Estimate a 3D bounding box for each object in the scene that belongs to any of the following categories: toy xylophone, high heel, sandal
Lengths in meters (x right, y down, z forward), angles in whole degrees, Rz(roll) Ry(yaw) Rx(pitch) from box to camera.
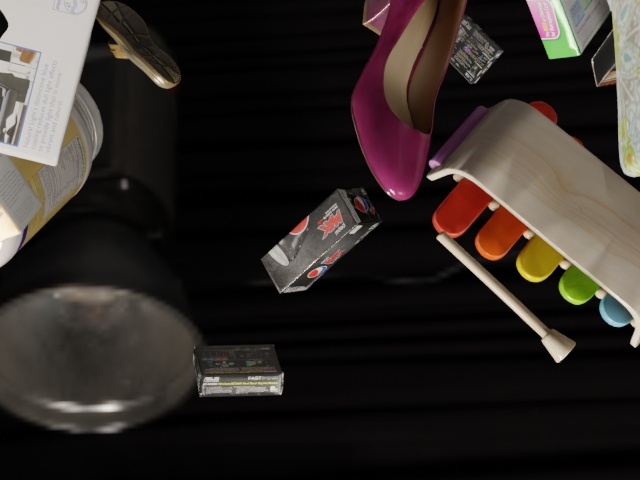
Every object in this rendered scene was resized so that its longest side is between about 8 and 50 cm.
[{"bbox_3d":[0.251,-0.009,1.586,0.322,0.236,0.081,47,160,7],"label":"toy xylophone"},{"bbox_3d":[0.143,-0.245,2.044,0.127,0.181,0.377,20,-125,-40],"label":"high heel"},{"bbox_3d":[-0.272,-0.278,2.105,0.180,0.049,0.072,50,-144,16],"label":"sandal"}]

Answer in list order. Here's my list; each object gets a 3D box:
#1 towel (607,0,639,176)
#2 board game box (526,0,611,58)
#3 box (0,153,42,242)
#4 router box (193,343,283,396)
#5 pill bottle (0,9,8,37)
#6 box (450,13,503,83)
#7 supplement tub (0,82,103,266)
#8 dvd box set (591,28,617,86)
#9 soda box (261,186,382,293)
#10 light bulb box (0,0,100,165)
[{"bbox_3d":[0.489,-0.273,1.911,0.374,0.090,0.320,133,136,-73],"label":"towel"},{"bbox_3d":[0.412,-0.509,2.490,0.242,0.064,0.316,-51,-55,-39],"label":"board game box"},{"bbox_3d":[-0.497,-0.073,2.025,0.170,0.130,0.091,56,-156,-19],"label":"box"},{"bbox_3d":[-0.120,0.188,2.108,0.092,0.123,0.038,-113,25,-65],"label":"router box"},{"bbox_3d":[-0.373,-0.131,1.259,0.219,0.123,0.123,-56,-24,-14],"label":"pill bottle"},{"bbox_3d":[0.221,-0.285,2.163,0.083,0.067,0.018,48,-154,19],"label":"box"},{"bbox_3d":[-0.508,-0.122,2.294,0.331,0.241,0.241,-57,-36,-53],"label":"supplement tub"},{"bbox_3d":[0.719,-0.368,2.605,0.307,0.421,0.062,90,170,-84],"label":"dvd box set"},{"bbox_3d":[0.000,0.000,1.883,0.053,0.169,0.060,-7,-118,-50],"label":"soda box"},{"bbox_3d":[-0.459,-0.278,1.750,0.358,0.361,0.225,-111,37,-69],"label":"light bulb box"}]
